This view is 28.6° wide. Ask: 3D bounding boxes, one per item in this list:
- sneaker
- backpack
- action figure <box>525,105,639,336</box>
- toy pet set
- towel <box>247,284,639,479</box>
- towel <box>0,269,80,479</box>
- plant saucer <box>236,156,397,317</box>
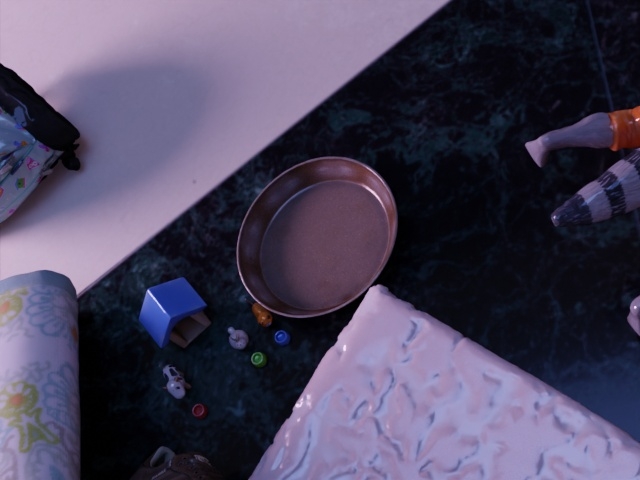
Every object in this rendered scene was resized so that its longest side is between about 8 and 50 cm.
[{"bbox_3d":[-0.116,0.221,1.117,0.188,0.066,0.071,-2,58,51],"label":"sneaker"},{"bbox_3d":[-0.367,-0.091,1.350,0.182,0.115,0.152,-48,63,1],"label":"backpack"},{"bbox_3d":[0.368,-0.050,1.005,0.330,0.178,0.341,-33,59,18],"label":"action figure"},{"bbox_3d":[-0.115,0.088,1.203,0.122,0.065,0.114,-43,60,1],"label":"toy pet set"},{"bbox_3d":[0.083,0.246,1.068,0.317,0.053,0.332,30,83,28],"label":"towel"},{"bbox_3d":[-0.386,0.222,1.196,0.374,0.090,0.320,-29,42,13],"label":"towel"},{"bbox_3d":[0.000,0.000,1.206,0.168,0.029,0.168,-12,60,21],"label":"plant saucer"}]
